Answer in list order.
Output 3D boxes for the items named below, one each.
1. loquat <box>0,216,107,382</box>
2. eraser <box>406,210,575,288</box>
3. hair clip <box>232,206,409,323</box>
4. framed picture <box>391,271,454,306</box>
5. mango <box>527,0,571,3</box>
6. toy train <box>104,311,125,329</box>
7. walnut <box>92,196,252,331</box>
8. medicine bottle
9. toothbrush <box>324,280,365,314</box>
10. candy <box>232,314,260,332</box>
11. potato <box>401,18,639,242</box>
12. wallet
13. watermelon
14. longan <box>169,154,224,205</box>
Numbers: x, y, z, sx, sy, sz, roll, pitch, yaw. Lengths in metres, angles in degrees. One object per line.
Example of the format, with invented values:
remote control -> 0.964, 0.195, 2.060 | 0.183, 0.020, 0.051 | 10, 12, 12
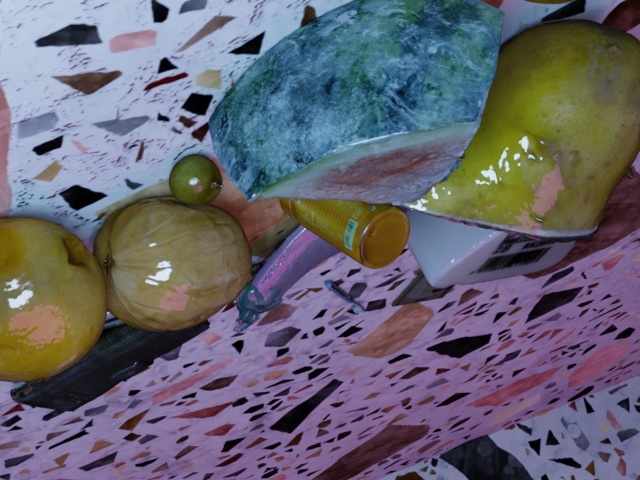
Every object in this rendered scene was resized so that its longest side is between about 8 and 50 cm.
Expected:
loquat -> -0.385, 0.075, 1.477 | 0.238, 0.193, 0.238 | -14, 139, -12
eraser -> 0.293, -0.035, 1.985 | 0.331, 0.149, 0.331 | -20, 155, -10
hair clip -> -0.001, -0.001, 1.866 | 0.359, 0.110, 0.095 | -33, -164, 5
framed picture -> 0.242, 0.069, 2.311 | 0.136, 0.010, 0.201 | -8, 150, -36
mango -> 0.305, -0.340, 1.501 | 0.114, 0.057, 0.079 | -14, 159, -6
toy train -> -0.335, 0.106, 1.766 | 0.252, 0.055, 0.048 | -19, 155, -17
walnut -> -0.204, 0.030, 1.595 | 0.222, 0.195, 0.195 | -13, 154, -43
medicine bottle -> 0.032, -0.038, 1.645 | 0.096, 0.192, 0.096 | -21, 125, -32
toothbrush -> 0.047, 0.109, 2.196 | 0.019, 0.016, 0.219 | -22, 158, 11
candy -> -0.127, 0.140, 2.080 | 0.030, 0.020, 0.083 | 2, 142, -46
potato -> 0.269, -0.188, 1.634 | 0.397, 0.290, 0.295 | 16, 112, -2
wallet -> -0.351, 0.201, 1.954 | 0.317, 0.044, 0.169 | -31, 157, 14
watermelon -> 0.069, -0.146, 1.430 | 0.387, 0.228, 0.258 | -24, 147, 8
longan -> -0.160, -0.078, 1.537 | 0.075, 0.083, 0.075 | -36, 134, -49
